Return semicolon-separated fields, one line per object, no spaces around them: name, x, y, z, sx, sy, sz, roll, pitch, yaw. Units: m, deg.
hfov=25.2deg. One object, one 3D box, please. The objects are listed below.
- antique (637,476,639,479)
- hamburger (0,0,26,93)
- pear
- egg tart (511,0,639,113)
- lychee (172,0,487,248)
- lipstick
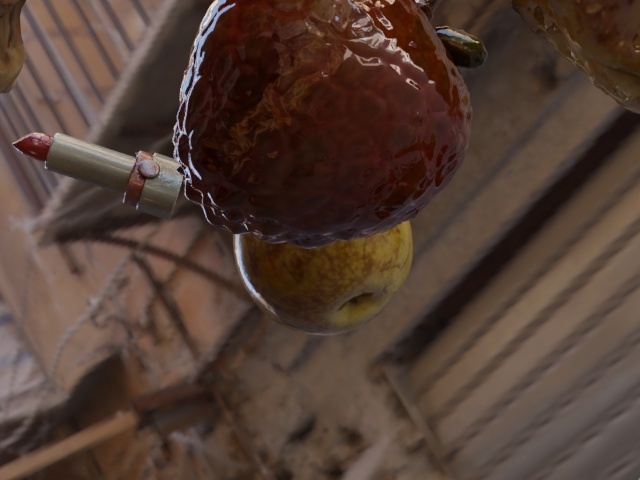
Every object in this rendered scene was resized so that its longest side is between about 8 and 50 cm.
antique;0.382;0.223;1.147;0.322;0.255;0.185;-63;-28;-7
hamburger;-0.318;-0.206;0.825;0.445;0.287;0.268;29;-94;-39
pear;0.000;0.000;2.067;0.281;0.280;0.280;-28;-20;-11
egg tart;0.345;-0.289;1.101;0.443;0.178;0.443;-1;-49;-2
lychee;0.011;-0.129;1.196;0.300;0.255;0.255;-31;-19;-25
lipstick;-0.242;-0.081;1.549;0.186;0.063;0.057;17;-30;-7
